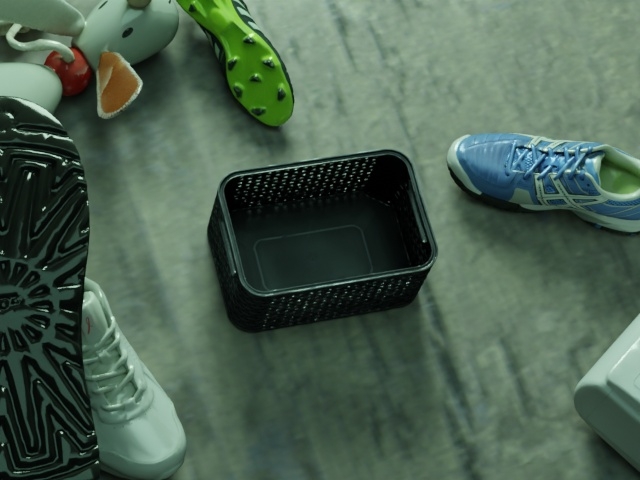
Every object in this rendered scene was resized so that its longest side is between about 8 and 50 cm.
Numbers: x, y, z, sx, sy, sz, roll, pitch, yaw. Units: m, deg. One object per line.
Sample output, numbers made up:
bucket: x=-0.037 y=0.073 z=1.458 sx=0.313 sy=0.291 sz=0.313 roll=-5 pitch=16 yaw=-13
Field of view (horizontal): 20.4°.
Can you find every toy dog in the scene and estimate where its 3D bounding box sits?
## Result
toy dog: x=-0.266 y=-0.146 z=1.548 sx=0.220 sy=0.161 sz=0.334 roll=26 pitch=63 yaw=2

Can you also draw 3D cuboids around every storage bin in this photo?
storage bin: x=0.000 y=0.000 z=1.574 sx=0.180 sy=0.084 sz=0.122 roll=-9 pitch=67 yaw=-14

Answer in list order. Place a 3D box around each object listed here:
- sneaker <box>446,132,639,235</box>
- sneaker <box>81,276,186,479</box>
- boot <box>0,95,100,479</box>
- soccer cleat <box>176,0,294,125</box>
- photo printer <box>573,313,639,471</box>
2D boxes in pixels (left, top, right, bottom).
sneaker: x=0.223 y=-0.067 z=1.650 sx=0.211 sy=0.081 sz=0.080 roll=10 pitch=65 yaw=-5
sneaker: x=-0.193 y=0.098 z=1.471 sx=0.090 sy=0.115 sz=0.232 roll=-35 pitch=76 yaw=-23
boot: x=-0.246 y=0.089 z=1.377 sx=0.131 sy=0.260 sz=0.348 roll=-2 pitch=72 yaw=-11
soccer cleat: x=-0.075 y=-0.188 z=1.663 sx=0.060 sy=0.072 sz=0.179 roll=-34 pitch=90 yaw=21
photo printer: x=0.410 y=0.115 z=1.585 sx=0.256 sy=0.107 sz=0.307 roll=41 pitch=64 yaw=9
